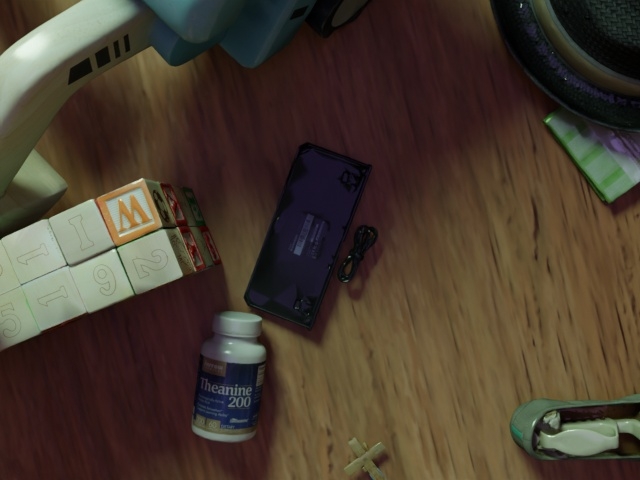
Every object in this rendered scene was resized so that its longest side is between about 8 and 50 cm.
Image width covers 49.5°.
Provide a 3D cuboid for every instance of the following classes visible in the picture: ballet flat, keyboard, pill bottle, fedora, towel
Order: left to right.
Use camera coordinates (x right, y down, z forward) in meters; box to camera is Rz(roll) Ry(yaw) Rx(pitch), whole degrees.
[{"bbox_3d":[-0.090,0.135,0.698,0.067,0.067,0.120,8,93,2],"label":"pill bottle"},{"bbox_3d":[0.000,0.000,0.713,0.108,0.023,0.180,21,94,8],"label":"keyboard"},{"bbox_3d":[0.298,0.190,0.684,0.213,0.068,0.072,-3,92,2],"label":"ballet flat"},{"bbox_3d":[0.316,-0.125,0.697,0.152,0.023,0.113,-37,88,5],"label":"towel"},{"bbox_3d":[0.305,-0.270,0.610,0.334,0.152,0.334,0,87,7],"label":"fedora"}]

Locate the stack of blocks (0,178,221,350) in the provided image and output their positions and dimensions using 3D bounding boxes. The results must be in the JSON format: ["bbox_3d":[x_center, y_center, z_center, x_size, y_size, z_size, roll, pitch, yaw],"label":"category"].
[{"bbox_3d":[-0.258,0.042,0.650,0.297,0.171,0.087,-22,91,4],"label":"stack of blocks"}]

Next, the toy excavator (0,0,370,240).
[{"bbox_3d":[-0.141,-0.210,0.570,0.222,0.433,0.445,47,56,0],"label":"toy excavator"}]

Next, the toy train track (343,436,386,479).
[{"bbox_3d":[0.055,0.240,0.724,0.048,0.014,0.083,-35,96,-4],"label":"toy train track"}]
